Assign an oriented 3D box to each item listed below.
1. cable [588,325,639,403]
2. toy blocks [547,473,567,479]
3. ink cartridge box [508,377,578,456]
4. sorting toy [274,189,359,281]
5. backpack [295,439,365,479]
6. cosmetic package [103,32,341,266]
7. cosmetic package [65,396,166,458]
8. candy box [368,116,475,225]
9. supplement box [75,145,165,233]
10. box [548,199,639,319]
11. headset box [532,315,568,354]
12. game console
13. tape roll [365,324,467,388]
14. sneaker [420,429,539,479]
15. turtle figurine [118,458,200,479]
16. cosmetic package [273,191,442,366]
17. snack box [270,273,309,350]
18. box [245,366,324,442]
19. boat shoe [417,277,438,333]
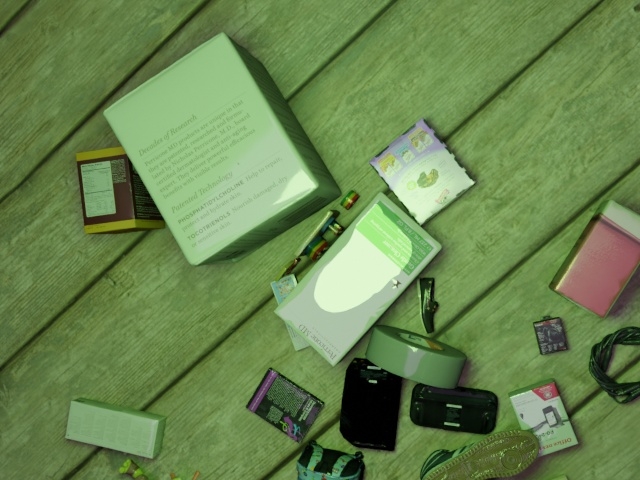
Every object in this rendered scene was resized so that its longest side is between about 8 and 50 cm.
[{"bbox_3d":[0.701,0.268,1.818,0.184,0.047,0.150,-38,78,11],"label":"cable"},{"bbox_3d":[0.483,0.716,1.736,0.260,0.288,0.308,-24,89,6],"label":"toy blocks"},{"bbox_3d":[0.507,0.405,1.839,0.109,0.063,0.150,-22,86,10],"label":"ink cartridge box"},{"bbox_3d":[0.000,0.000,1.899,0.046,0.132,0.274,40,97,6],"label":"sorting toy"},{"bbox_3d":[0.016,0.549,1.875,0.158,0.173,0.116,12,92,10],"label":"backpack"},{"bbox_3d":[-0.206,-0.191,1.838,0.327,0.329,0.393,-32,84,10],"label":"cosmetic package"},{"bbox_3d":[-0.514,0.469,2.031,0.239,0.060,0.098,11,90,11],"label":"cosmetic package"},{"bbox_3d":[0.238,-0.157,1.887,0.165,0.070,0.196,-38,83,8],"label":"candy box"},{"bbox_3d":[-0.480,-0.118,1.958,0.129,0.191,0.194,-7,89,10],"label":"supplement box"},{"bbox_3d":[0.619,0.041,1.775,0.127,0.148,0.232,31,95,10],"label":"box"},{"bbox_3d":[0.525,0.214,1.852,0.062,0.032,0.083,-14,87,10],"label":"headset box"},{"bbox_3d":[0.229,0.398,1.893,0.361,0.044,0.213,6,102,5],"label":"game console"},{"bbox_3d":[0.214,0.259,1.815,0.219,0.219,0.072,18,95,10],"label":"tape roll"},{"bbox_3d":[0.351,0.501,1.838,0.282,0.153,0.099,-24,84,-2],"label":"sneaker"},{"bbox_3d":[-0.407,0.634,1.999,0.217,0.087,0.269,30,104,17],"label":"turtle figurine"},{"bbox_3d":[0.090,0.090,1.864,0.197,0.155,0.365,41,92,7],"label":"cosmetic package"},{"bbox_3d":[-0.061,0.174,1.966,0.064,0.022,0.178,-21,86,9],"label":"snack box"},{"bbox_3d":[-0.086,0.401,1.968,0.162,0.029,0.116,32,96,10],"label":"box"},{"bbox_3d":[0.254,0.152,1.894,0.042,0.049,0.133,-6,84,18],"label":"boat shoe"}]
